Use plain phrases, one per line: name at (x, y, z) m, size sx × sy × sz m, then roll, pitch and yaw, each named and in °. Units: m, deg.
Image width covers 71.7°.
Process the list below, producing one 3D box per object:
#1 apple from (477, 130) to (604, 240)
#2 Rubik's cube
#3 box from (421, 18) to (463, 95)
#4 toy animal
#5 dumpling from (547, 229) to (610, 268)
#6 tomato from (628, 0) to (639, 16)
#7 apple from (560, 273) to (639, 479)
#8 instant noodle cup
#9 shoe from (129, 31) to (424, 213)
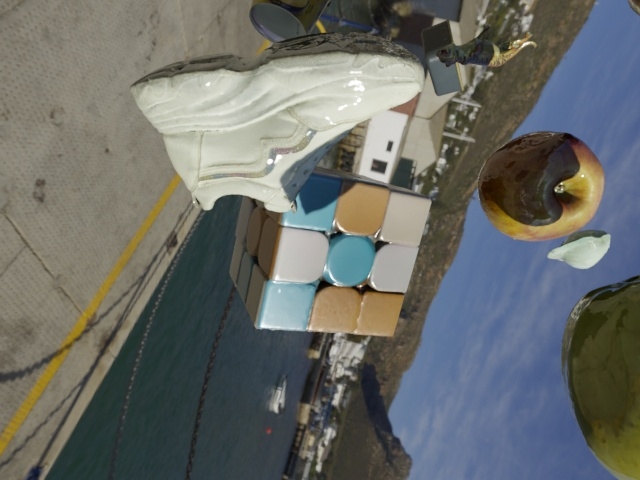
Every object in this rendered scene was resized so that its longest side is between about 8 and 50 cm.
apple at (0.411, -0.101, 0.842) m, size 0.188 × 0.210 × 0.211 m, roll -114°, pitch -142°, yaw -78°
Rubik's cube at (0.000, 0.000, 1.068) m, size 0.347 × 0.346 × 0.345 m, roll 38°, pitch -64°, yaw 62°
box at (0.381, -0.563, 1.383) m, size 0.201 × 0.090 × 0.145 m, roll 41°, pitch 43°, yaw -56°
toy animal at (0.393, -0.452, 1.044) m, size 0.099 × 0.240 × 0.057 m, roll 138°, pitch -53°, yaw -71°
dumpling at (0.809, 0.023, 1.406) m, size 0.217 × 0.149 × 0.105 m, roll 70°, pitch 42°, yaw -65°
tomato at (0.719, -0.541, 0.798) m, size 0.239 × 0.303 × 0.304 m, roll -23°, pitch 133°, yaw -50°
apple at (0.418, 0.164, 0.516) m, size 0.279 × 0.278 × 0.280 m, roll 15°, pitch 90°, yaw -85°
instant noodle cup at (-0.060, -0.446, 0.826) m, size 0.151 × 0.151 × 0.122 m, roll 77°, pitch 34°, yaw -79°
shoe at (-0.040, -0.135, 0.565) m, size 0.132 × 0.341 × 0.211 m, roll -90°, pitch 170°, yaw -56°
